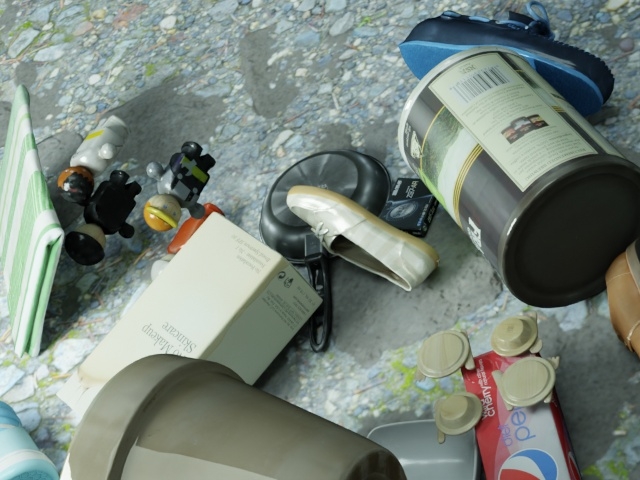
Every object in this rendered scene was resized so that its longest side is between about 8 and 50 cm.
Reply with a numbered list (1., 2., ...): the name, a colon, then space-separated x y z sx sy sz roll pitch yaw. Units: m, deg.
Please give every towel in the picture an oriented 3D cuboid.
1. towel: -0.417 -0.027 2.126 0.038 0.248 0.325 2 40 -21

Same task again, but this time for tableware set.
1. tableware set: 0.180 0.142 1.635 0.168 0.020 0.141 -20 43 17

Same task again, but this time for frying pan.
1. frying pan: -0.024 -0.003 1.986 0.197 0.053 0.326 4 52 34

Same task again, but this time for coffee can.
1. coffee can: 0.240 -0.080 1.783 0.201 0.201 0.275 -34 43 0

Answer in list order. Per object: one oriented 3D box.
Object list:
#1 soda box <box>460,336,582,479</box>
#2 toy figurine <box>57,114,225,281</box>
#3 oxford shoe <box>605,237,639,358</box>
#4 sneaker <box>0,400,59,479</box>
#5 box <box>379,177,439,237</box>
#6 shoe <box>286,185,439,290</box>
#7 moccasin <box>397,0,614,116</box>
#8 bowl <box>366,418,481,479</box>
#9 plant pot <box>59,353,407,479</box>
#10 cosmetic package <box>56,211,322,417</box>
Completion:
1. soda box: 0.224 0.236 1.602 0.092 0.083 0.263 -22 45 12
2. toy figurine: -0.246 -0.044 2.014 0.213 0.209 0.148 21 59 14
3. oxford shoe: 0.364 0.103 1.662 0.076 0.076 0.212 -43 38 37
4. sneaker: -0.504 0.324 1.924 0.319 0.127 0.208 -29 45 -9
5. box: 0.118 -0.044 1.953 0.067 0.018 0.083 5 56 33
6. shoe: 0.043 -0.005 1.886 0.219 0.076 0.058 27 68 20
7. moccasin: 0.250 -0.259 1.982 0.342 0.138 0.117 23 62 40
8. bowl: 0.113 0.272 1.657 0.142 0.053 0.142 -8 49 25
9. plant pot: -0.068 0.289 1.559 0.280 0.323 0.323 3 54 30
10. cosmetic package: -0.163 0.133 1.877 0.309 0.113 0.160 -50 45 -10
